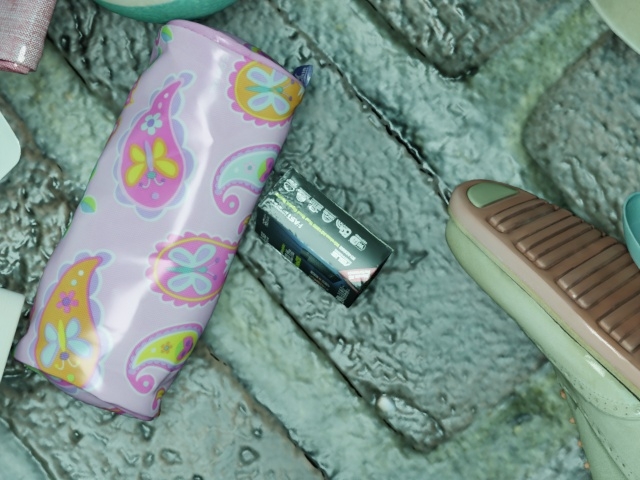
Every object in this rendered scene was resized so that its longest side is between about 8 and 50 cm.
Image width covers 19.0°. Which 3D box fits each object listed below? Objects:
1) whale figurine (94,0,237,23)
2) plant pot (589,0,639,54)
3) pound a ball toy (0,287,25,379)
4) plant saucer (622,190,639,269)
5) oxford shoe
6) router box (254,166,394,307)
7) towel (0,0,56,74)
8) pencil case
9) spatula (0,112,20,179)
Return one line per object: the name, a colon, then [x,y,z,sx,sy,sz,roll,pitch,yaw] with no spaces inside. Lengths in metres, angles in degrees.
whale figurine: [-0.119,-0.278,1.389,0.216,0.141,0.272,-24,62,8]
plant pot: [0.350,-0.263,1.329,0.256,0.256,0.274,26,72,2]
pound a ball toy: [-0.387,0.072,1.355,0.319,0.208,0.135,17,52,-8]
plant saucer: [0.260,0.014,1.369,0.119,0.119,0.021,38,122,3]
oxford shoe: [0.213,0.122,1.341,0.397,0.140,0.146,47,124,18]
router box: [0.000,0.000,1.355,0.092,0.122,0.038,40,81,3]
towel: [-0.236,-0.286,1.352,0.237,0.037,0.329,12,85,41]
pencil case: [-0.113,-0.017,1.359,0.124,0.124,0.284,23,86,2]
spatula: [-0.312,-0.074,1.343,0.242,0.019,0.168,-33,87,38]
